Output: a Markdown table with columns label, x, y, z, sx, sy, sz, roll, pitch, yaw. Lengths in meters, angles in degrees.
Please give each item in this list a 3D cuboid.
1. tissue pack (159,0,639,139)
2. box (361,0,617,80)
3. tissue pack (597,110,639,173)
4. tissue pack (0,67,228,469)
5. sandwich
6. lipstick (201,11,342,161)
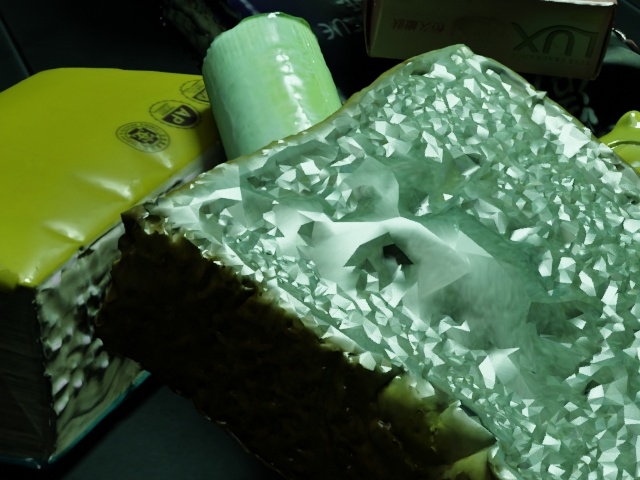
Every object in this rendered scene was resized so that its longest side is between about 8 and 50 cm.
| label | x | y | z | sx | sy | sz | roll | pitch | yaw |
| --- | --- | --- | --- | --- | --- | --- | --- | --- | --- |
| tissue pack | 0.072 | -0.115 | 1.257 | 0.245 | 0.123 | 0.332 | -20 | 51 | -26 |
| box | 0.098 | -0.156 | 1.177 | 0.156 | 0.060 | 0.111 | 7 | 40 | -7 |
| tissue pack | 0.204 | 0.008 | 1.077 | 0.178 | 0.127 | 0.123 | 16 | 35 | 37 |
| tissue pack | -0.166 | 0.003 | 1.133 | 0.192 | 0.134 | 0.271 | 8 | 28 | 25 |
| sandwich | 0.092 | 0.047 | 0.917 | 0.301 | 0.099 | 0.271 | 38 | 47 | 18 |
| lipstick | 0.000 | 0.000 | 1.050 | 0.076 | 0.076 | 0.304 | -9 | 51 | -10 |
